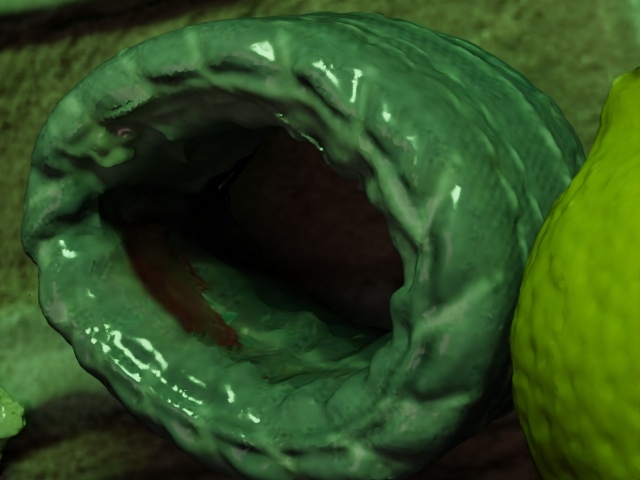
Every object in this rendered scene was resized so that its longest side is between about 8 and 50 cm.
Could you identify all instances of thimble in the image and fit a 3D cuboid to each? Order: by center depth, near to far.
[{"bbox_3d":[0.000,0.000,0.848,0.236,0.172,0.205,0,99,27],"label":"thimble"}]

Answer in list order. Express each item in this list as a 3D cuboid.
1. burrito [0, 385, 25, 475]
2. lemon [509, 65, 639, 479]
[{"bbox_3d":[-0.234,0.062,1.067,0.171,0.042,0.051,44,109,12],"label":"burrito"},{"bbox_3d":[0.201,0.055,0.703,0.267,0.267,0.267,7,106,28],"label":"lemon"}]
